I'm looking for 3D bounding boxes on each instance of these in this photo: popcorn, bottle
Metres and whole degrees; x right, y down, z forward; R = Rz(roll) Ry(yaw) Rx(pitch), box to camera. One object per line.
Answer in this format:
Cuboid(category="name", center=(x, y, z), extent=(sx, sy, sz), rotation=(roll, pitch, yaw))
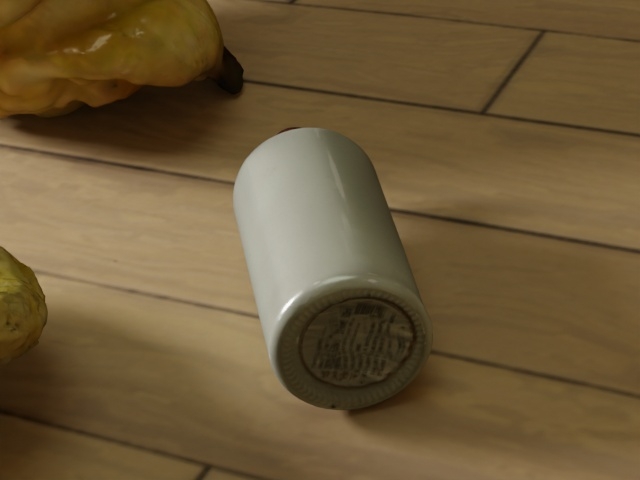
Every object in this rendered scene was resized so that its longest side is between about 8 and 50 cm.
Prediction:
Cuboid(category="popcorn", center=(-0.220, -0.241, 1.335), extent=(0.349, 0.382, 0.349), rotation=(-44, 23, 25))
Cuboid(category="bottle", center=(0.000, 0.000, 1.082), extent=(0.104, 0.104, 0.245), rotation=(-12, 33, -4))

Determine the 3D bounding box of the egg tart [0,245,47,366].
Cuboid(category="egg tart", center=(-0.343, 0.042, 1.013), extent=(0.345, 0.132, 0.345), rotation=(16, 12, -4))
